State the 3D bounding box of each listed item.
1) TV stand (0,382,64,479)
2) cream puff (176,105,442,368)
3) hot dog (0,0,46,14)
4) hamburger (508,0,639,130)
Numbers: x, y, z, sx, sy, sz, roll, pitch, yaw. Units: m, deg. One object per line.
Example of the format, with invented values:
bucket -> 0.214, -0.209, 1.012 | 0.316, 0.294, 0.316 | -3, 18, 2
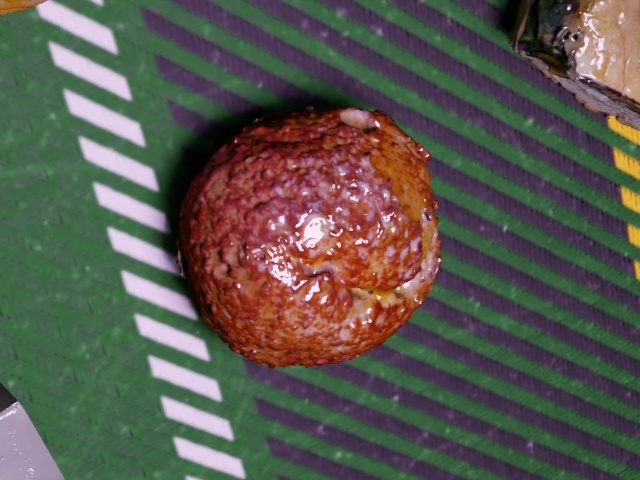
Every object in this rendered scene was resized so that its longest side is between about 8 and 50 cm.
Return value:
TV stand -> -0.348, 0.220, 1.408 | 0.269, 0.083, 0.088 | -34, 121, -18
cream puff -> 0.000, 0.001, 1.498 | 0.240, 0.164, 0.240 | -8, 105, -32
hot dog -> -0.270, -0.271, 1.280 | 0.272, 0.122, 0.196 | 35, 86, -31
hamburger -> 0.312, -0.212, 1.623 | 0.309, 0.132, 0.211 | 22, 93, -33
